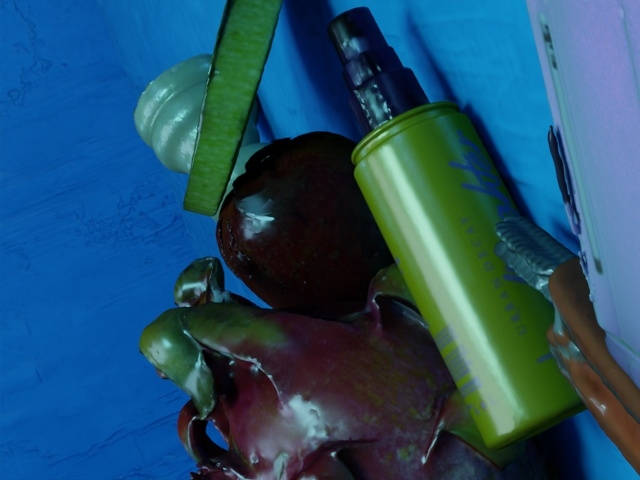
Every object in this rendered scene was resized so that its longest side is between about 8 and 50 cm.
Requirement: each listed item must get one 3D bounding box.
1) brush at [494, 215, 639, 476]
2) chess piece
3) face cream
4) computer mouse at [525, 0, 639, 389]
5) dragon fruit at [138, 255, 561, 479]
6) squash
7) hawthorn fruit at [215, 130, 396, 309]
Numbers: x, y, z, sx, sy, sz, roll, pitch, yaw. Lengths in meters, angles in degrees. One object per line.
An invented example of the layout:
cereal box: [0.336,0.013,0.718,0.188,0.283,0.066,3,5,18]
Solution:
brush: [0.150,0.060,0.533,0.323,0.070,0.051,-128,22,-58]
chess piece: [-0.088,-0.074,1.327,0.243,0.133,0.133,54,165,27]
face cream: [0.073,-0.016,0.725,0.078,0.078,0.273,101,145,-72]
computer mouse: [0.121,-0.065,0.393,0.158,0.071,0.310,44,155,62]
dragon fruit: [0.014,0.137,0.842,0.307,0.227,0.243,-2,105,33]
squash: [-0.066,-0.126,0.983,0.219,0.041,0.219,-166,90,-86]
hawthorn fruit: [0.000,0.000,0.979,0.172,0.148,0.148,53,172,-12]
